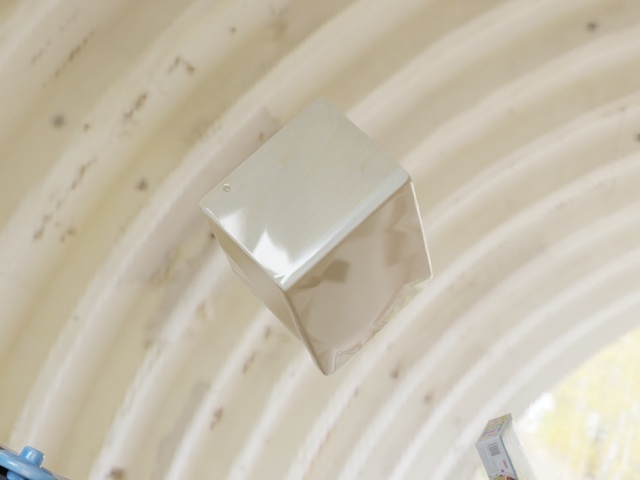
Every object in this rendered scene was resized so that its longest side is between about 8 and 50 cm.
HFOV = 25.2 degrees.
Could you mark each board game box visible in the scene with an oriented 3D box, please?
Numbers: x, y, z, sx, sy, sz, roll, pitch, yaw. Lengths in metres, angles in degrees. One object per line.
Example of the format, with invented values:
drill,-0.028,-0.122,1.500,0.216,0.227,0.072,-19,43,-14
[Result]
board game box,0.201,0.258,1.430,0.026,0.154,0.103,-22,0,15

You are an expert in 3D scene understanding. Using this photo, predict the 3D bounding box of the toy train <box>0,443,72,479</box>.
toy train,-0.189,0.142,0.784,0.184,0.080,0.105,19,-14,33

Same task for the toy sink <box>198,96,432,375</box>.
toy sink,0.000,0.000,1.342,0.131,0.153,0.234,44,-10,24
